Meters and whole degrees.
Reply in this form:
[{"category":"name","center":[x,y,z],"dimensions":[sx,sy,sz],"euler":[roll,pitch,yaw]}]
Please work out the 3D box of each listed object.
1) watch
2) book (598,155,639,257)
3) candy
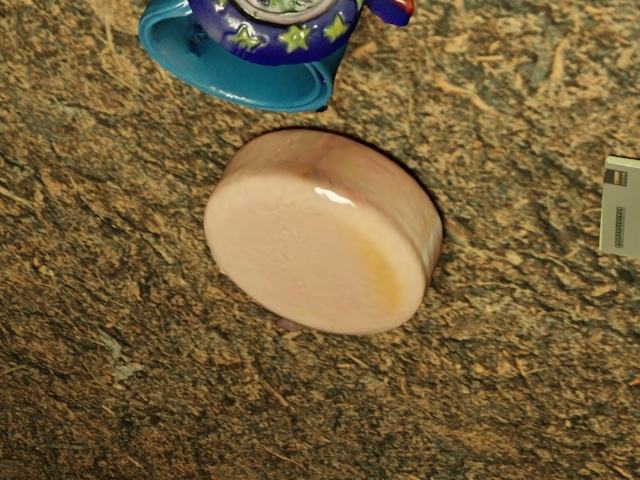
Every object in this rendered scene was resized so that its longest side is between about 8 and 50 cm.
[{"category":"watch","center":[-0.039,-0.190,0.938],"dimensions":[0.196,0.171,0.200],"euler":[30,159,-10]},{"category":"book","center":[0.342,-0.019,1.042],"dimensions":[0.181,0.014,0.127],"euler":[10,143,19]},{"category":"candy","center":[0.000,0.000,1.196],"dimensions":[0.255,0.094,0.255],"euler":[16,144,12]}]
